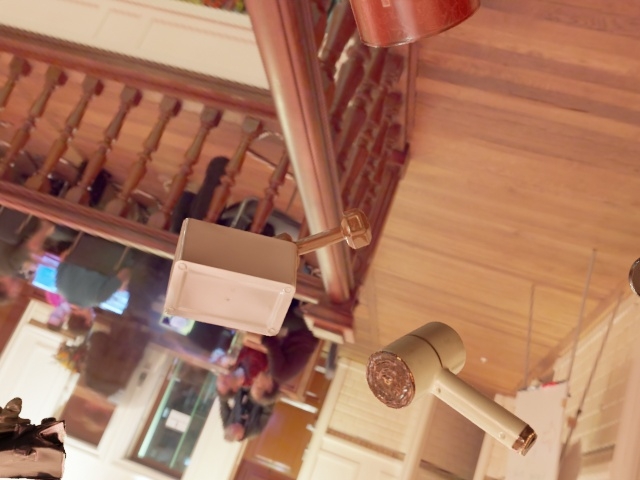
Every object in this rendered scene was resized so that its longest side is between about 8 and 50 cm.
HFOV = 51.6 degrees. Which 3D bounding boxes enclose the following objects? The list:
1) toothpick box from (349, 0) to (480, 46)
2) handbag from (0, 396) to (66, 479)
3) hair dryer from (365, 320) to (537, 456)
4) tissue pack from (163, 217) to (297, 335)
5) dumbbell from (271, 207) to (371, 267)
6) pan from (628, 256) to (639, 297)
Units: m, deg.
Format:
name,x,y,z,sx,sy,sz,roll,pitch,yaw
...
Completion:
name,x,y,z,sx,sy,sz,roll,pitch,yaw
toothpick box,0.109,-0.489,0.991,0.204,0.204,0.333,6,131,38
handbag,-0.691,0.412,1.361,0.325,0.118,0.269,6,147,-19
hair dryer,0.284,0.310,1.320,0.362,0.128,0.203,32,-147,33
tissue pack,-0.184,0.078,1.368,0.246,0.136,0.159,15,126,-12
dumbbell,0.000,0.000,1.484,0.230,0.092,0.082,-20,167,1
pan,0.770,0.133,1.507,0.114,0.212,0.040,-13,177,-2
